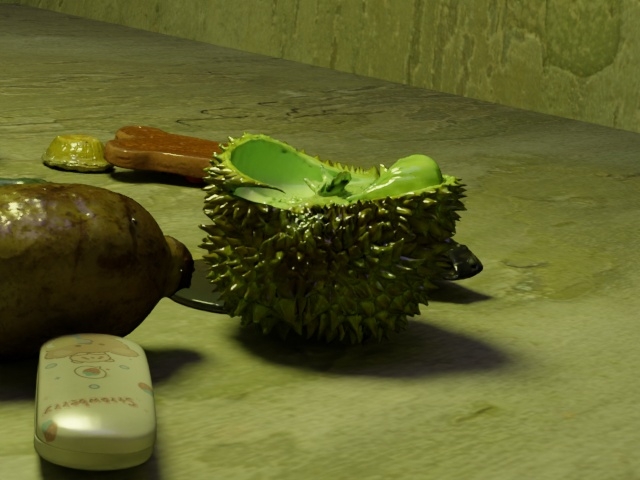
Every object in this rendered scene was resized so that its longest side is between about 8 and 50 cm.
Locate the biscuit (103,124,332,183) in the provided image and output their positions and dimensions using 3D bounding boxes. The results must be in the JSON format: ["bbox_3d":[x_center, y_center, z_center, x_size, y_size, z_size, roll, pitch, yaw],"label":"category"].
[{"bbox_3d":[-0.122,-0.095,1.863,0.324,0.049,0.205,7,14,1],"label":"biscuit"}]

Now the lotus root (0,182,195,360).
[{"bbox_3d":[-0.212,0.026,1.097,0.260,0.145,0.128,0,52,-33],"label":"lotus root"}]

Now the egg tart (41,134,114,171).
[{"bbox_3d":[-0.319,-0.116,1.868,0.105,0.039,0.105,5,13,-1],"label":"egg tart"}]

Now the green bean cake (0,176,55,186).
[{"bbox_3d":[-0.303,0.005,1.261,0.183,0.094,0.185,4,18,-19],"label":"green bean cake"}]

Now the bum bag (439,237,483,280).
[{"bbox_3d":[0.065,-0.002,1.516,0.102,0.069,0.248,-3,15,-35],"label":"bum bag"}]

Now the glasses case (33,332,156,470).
[{"bbox_3d":[-0.155,0.106,0.970,0.081,0.051,0.204,6,13,-13],"label":"glasses case"}]

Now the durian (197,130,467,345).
[{"bbox_3d":[0.003,0.001,1.241,0.236,0.177,0.200,7,2,-25],"label":"durian"}]

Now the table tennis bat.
[{"bbox_3d":[-0.092,0.032,1.404,0.131,0.022,0.234,4,16,-8],"label":"table tennis bat"}]
